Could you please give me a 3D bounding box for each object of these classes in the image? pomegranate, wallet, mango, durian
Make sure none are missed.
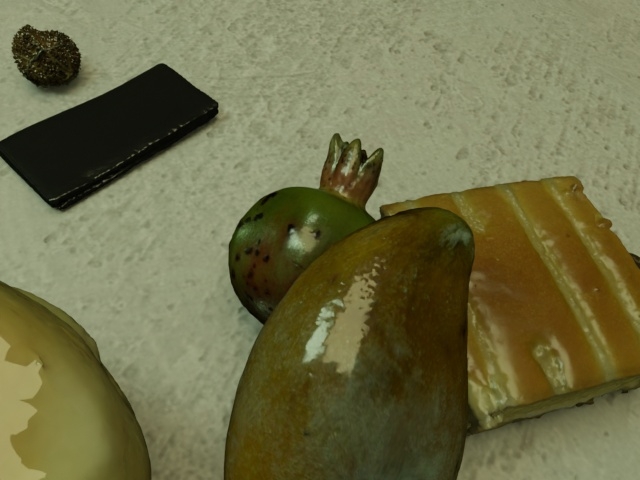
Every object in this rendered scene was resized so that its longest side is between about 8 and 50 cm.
[{"bbox_3d":[0.000,0.000,0.590,0.159,0.159,0.204,22,88,9],"label":"pomegranate"},{"bbox_3d":[-0.254,-0.137,0.754,0.124,0.025,0.244,40,60,20],"label":"wallet"},{"bbox_3d":[0.035,0.118,0.475,0.193,0.146,0.316,23,87,-30],"label":"mango"},{"bbox_3d":[-0.350,-0.239,0.783,0.080,0.080,0.091,-25,81,-23],"label":"durian"}]

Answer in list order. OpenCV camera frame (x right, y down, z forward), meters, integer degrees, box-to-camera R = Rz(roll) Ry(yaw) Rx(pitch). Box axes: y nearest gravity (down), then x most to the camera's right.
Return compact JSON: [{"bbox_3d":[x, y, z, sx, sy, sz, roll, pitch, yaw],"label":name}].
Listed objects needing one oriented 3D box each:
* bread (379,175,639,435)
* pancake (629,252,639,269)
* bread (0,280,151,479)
[{"bbox_3d":[0.199,0.060,0.618,0.240,0.111,0.246,-10,57,-13],"label":"bread"},{"bbox_3d":[0.346,0.052,0.704,0.115,0.011,0.114,4,54,-5],"label":"pancake"},{"bbox_3d":[-0.302,0.182,0.374,0.348,0.253,0.376,30,58,5],"label":"bread"}]
